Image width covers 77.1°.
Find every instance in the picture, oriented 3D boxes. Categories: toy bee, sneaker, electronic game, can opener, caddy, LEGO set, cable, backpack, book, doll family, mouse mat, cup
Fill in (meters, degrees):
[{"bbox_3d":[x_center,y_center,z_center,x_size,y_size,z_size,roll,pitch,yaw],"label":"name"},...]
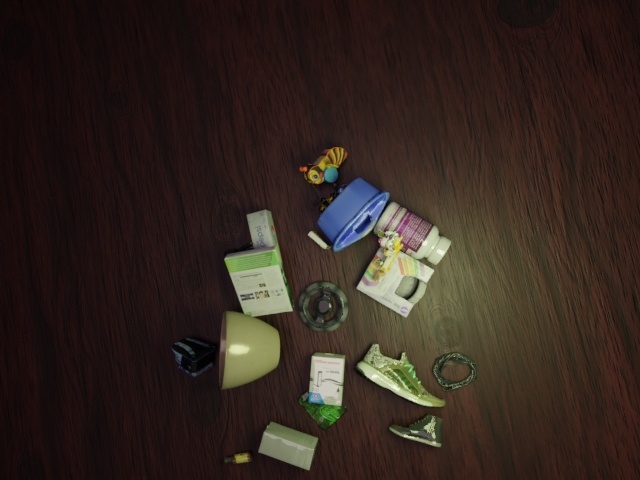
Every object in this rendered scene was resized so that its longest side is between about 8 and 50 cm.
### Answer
[{"bbox_3d":[-0.002,-0.308,1.774,0.195,0.162,0.298,-13,53,45],"label":"toy bee"},{"bbox_3d":[0.358,0.575,1.718,0.411,0.158,0.181,27,74,4],"label":"sneaker"},{"bbox_3d":[0.013,0.301,1.820,0.230,0.048,0.229,0,89,9],"label":"electronic game"},{"bbox_3d":[-0.368,0.055,1.855,0.186,0.073,0.059,-20,81,38],"label":"can opener"},{"bbox_3d":[0.151,-0.100,1.721,0.179,0.241,0.341,45,95,17],"label":"caddy"},{"bbox_3d":[0.257,0.044,1.664,0.107,0.286,0.132,34,56,21],"label":"LEGO set"},{"bbox_3d":[0.583,0.556,1.726,0.185,0.047,0.150,-25,79,10],"label":"cable"},{"bbox_3d":[-0.597,0.528,1.856,0.174,0.158,0.116,18,108,22],"label":"backpack"},{"bbox_3d":[0.000,0.000,1.788,0.096,0.144,0.035,42,94,9],"label":"book"},{"bbox_3d":[0.060,-0.181,1.827,0.111,0.076,0.193,44,89,13],"label":"doll family"},{"bbox_3d":[0.007,0.746,1.822,0.152,0.007,0.189,-45,83,4],"label":"mouse mat"},{"bbox_3d":[-0.309,0.472,1.755,0.237,0.331,0.330,3,88,-17],"label":"cup"},{"bbox_3d":[0.414,0.797,1.731,0.222,0.083,0.118,9,70,16],"label":"sneaker"}]

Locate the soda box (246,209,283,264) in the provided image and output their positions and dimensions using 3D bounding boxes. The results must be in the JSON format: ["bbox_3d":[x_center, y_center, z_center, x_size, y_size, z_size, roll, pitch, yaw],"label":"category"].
[{"bbox_3d":[-0.255,0.008,1.854,0.098,0.091,0.285,-15,85,10],"label":"soda box"}]

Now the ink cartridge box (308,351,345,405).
[{"bbox_3d":[0.030,0.611,1.781,0.149,0.086,0.202,3,85,8],"label":"ink cartridge box"}]

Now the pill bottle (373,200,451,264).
[{"bbox_3d":[0.392,-0.025,1.715,0.302,0.169,0.169,32,92,10],"label":"pill bottle"}]

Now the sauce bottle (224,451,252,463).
[{"bbox_3d":[-0.379,1.006,1.852,0.128,0.042,0.042,-12,86,6],"label":"sauce bottle"}]

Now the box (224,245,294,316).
[{"bbox_3d":[-0.267,0.189,1.794,0.233,0.058,0.321,-9,116,8],"label":"box"}]

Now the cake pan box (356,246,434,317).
[{"bbox_3d":[0.331,0.173,1.769,0.267,0.070,0.245,31,95,9],"label":"cake pan box"}]

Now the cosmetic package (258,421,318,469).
[{"bbox_3d":[-0.140,0.905,1.778,0.238,0.127,0.107,12,89,11],"label":"cosmetic package"}]
